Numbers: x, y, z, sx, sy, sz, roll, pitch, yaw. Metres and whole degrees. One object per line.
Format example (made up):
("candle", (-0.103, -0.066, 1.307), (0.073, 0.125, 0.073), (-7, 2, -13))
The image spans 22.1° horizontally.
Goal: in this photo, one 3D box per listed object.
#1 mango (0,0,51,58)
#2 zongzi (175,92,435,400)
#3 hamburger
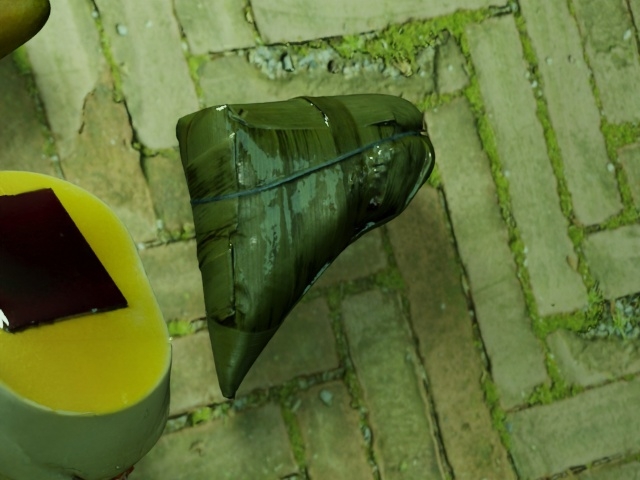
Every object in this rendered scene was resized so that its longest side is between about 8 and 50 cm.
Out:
("mango", (-0.354, -0.172, 1.370), (0.268, 0.111, 0.133), (-18, 78, -30))
("zongzi", (0.000, 0.000, 1.558), (0.251, 0.125, 0.274), (-7, 90, -25))
("hamburger", (-0.239, 0.077, 1.328), (0.227, 0.151, 0.295), (5, 46, -31))
